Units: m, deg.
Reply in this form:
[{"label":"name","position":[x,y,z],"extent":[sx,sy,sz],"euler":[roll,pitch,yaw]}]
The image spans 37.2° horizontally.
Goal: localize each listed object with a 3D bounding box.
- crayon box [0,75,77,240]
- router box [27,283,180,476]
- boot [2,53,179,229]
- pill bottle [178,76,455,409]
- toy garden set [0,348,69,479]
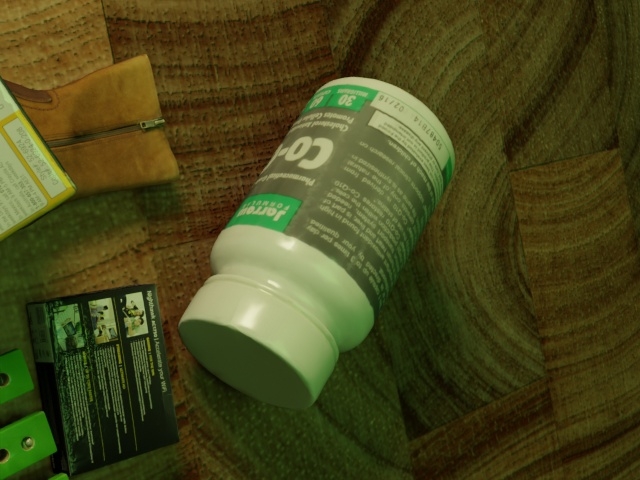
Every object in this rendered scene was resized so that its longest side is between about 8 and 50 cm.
[{"label":"crayon box","position":[-0.399,-0.042,0.792],"extent":[0.323,0.083,0.203],"euler":[-34,109,-10]},{"label":"router box","position":[-0.226,0.142,1.000],"extent":[0.133,0.046,0.179],"euler":[-9,91,-41]},{"label":"boot","position":[-0.279,-0.153,0.958],"extent":[0.280,0.096,0.264],"euler":[-25,99,-41]},{"label":"pill bottle","position":[0.000,0.000,1.107],"extent":[0.204,0.204,0.361],"euler":[47,57,-27]},{"label":"toy garden set","position":[-0.340,0.252,0.891],"extent":[0.203,0.049,0.244],"euler":[-24,102,-41]}]
